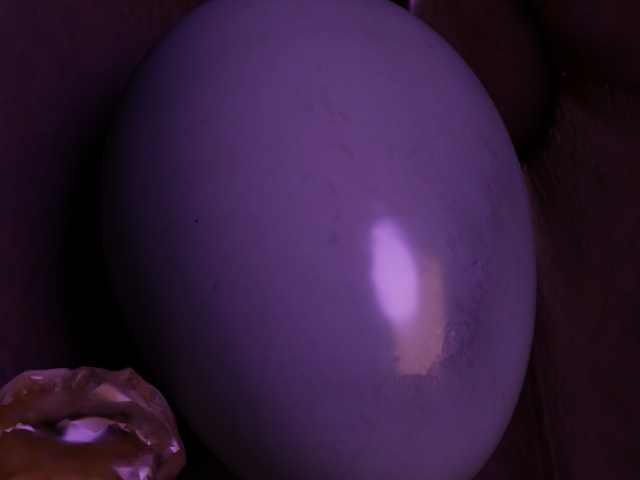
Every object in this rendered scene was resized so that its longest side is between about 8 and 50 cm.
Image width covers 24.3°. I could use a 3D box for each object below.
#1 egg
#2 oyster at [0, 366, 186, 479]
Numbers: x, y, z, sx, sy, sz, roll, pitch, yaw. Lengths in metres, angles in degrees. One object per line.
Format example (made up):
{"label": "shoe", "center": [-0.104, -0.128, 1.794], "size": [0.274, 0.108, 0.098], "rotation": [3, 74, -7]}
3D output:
{"label": "egg", "center": [0.000, 0.000, 0.634], "size": [0.183, 0.183, 0.264], "rotation": [26, 33, -38]}
{"label": "oyster", "center": [-0.128, 0.208, 0.485], "size": [0.238, 0.115, 0.351], "rotation": [61, 37, -9]}
